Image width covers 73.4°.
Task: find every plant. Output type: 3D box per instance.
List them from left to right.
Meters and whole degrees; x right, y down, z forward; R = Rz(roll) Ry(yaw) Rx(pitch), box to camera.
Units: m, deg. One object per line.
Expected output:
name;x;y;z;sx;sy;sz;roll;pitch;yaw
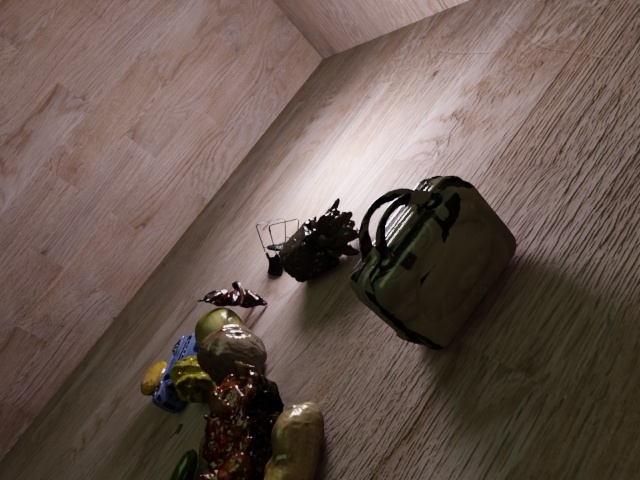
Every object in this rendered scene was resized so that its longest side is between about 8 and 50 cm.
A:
plant;0.000;0.000;1.495;0.320;0.194;0.182;-39;32;25

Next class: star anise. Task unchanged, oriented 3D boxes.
star anise;-0.340;0.208;1.668;0.271;0.271;0.103;-6;78;53

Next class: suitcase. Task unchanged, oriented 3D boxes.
suitcase;0.234;0.036;0.944;0.352;0.339;0.194;-52;27;-6

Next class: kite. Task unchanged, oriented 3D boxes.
kite;-0.535;0.712;1.591;0.078;0.002;0.044;-54;28;-12

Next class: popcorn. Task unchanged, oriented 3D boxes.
popcorn;-0.446;0.501;1.542;0.197;0.197;0.156;-34;33;28

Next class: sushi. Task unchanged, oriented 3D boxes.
sushi;-0.196;0.490;1.135;0.196;0.182;0.344;-24;49;12

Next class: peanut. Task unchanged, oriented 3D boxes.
peanut;-0.068;0.504;1.023;0.122;0.137;0.253;-28;37;39

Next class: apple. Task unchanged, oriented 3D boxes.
apple;-0.373;0.347;1.617;0.200;0.200;0.200;-36;30;25

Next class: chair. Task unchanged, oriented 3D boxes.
chair;-0.166;0.026;1.812;0.145;0.222;0.140;-14;10;-30

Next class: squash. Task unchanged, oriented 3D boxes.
squash;-0.447;0.770;1.310;0.069;0.069;0.258;9;69;59

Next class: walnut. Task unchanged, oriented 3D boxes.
walnut;-0.291;0.379;1.419;0.224;0.224;0.224;-36;30;25

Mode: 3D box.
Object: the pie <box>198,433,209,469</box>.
pie;-0.289;0.585;1.324;0.282;0.068;0.129;-46;29;13

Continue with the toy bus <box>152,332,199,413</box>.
toy bus;-0.543;0.524;1.709;0.133;0.125;0.292;-28;33;34

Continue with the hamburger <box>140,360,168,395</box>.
hamburger;-0.690;0.600;1.838;0.162;0.115;0.162;-35;29;23
